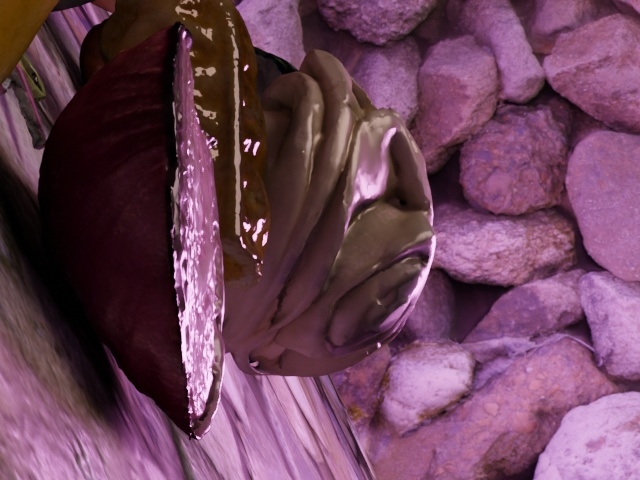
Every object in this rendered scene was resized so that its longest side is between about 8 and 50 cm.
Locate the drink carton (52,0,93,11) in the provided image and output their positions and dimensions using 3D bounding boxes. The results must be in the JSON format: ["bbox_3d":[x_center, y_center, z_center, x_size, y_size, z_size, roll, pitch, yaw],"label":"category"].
[{"bbox_3d":[-0.224,-0.303,1.353,0.185,0.191,0.189,-118,-174,-47],"label":"drink carton"}]

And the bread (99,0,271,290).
[{"bbox_3d":[-0.113,-0.098,1.359,0.152,0.130,0.267,33,48,-53],"label":"bread"}]

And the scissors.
[{"bbox_3d":[-0.225,-0.127,1.168,0.133,0.020,0.187,59,2,-34],"label":"scissors"}]

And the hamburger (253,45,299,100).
[{"bbox_3d":[-0.048,-0.078,1.790,0.260,0.276,0.150,49,36,6],"label":"hamburger"}]

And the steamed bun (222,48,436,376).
[{"bbox_3d":[0.000,0.000,1.511,0.207,0.268,0.280,31,-23,30],"label":"steamed bun"}]

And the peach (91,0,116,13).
[{"bbox_3d":[-0.231,-0.384,1.990,0.232,0.232,0.232,64,1,-3],"label":"peach"}]

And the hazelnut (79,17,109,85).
[{"bbox_3d":[-0.175,-0.154,1.637,0.150,0.150,0.150,64,1,-3],"label":"hazelnut"}]

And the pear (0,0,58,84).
[{"bbox_3d":[-0.200,-0.233,0.965,0.267,0.178,0.267,61,6,-10],"label":"pear"}]

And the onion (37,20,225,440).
[{"bbox_3d":[-0.124,0.004,1.048,0.250,0.111,0.247,88,0,-68],"label":"onion"}]
